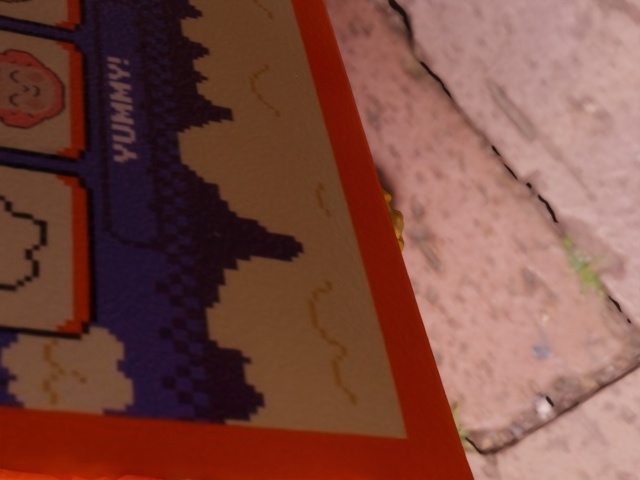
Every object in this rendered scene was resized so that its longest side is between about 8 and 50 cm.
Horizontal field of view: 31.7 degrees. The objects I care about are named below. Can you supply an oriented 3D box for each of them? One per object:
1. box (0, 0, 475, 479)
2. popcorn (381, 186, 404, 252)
[{"bbox_3d":[-0.150,0.071,0.499,0.257,0.318,0.348,7,134,-22],"label":"box"},{"bbox_3d":[0.000,0.000,0.607,0.084,0.084,0.084,11,115,26],"label":"popcorn"}]
